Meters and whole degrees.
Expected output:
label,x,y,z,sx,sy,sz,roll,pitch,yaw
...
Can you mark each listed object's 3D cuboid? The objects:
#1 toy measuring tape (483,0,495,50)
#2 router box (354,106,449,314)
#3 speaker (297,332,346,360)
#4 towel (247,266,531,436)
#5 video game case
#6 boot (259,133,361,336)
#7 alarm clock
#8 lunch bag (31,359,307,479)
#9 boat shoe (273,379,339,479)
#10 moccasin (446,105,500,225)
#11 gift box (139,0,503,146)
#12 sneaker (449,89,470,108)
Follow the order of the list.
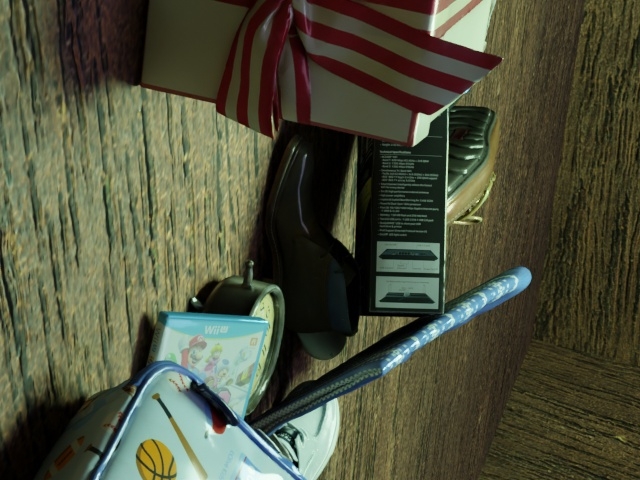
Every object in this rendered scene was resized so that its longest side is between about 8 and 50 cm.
label,x,y,z,sx,sy,sz,roll,pitch,yaw
toy measuring tape,0.263,-0.408,2.144,0.330,0.121,0.121,94,16,-61
router box,0.085,-0.037,1.619,0.309,0.081,0.243,120,-29,-87
speaker,-0.006,0.091,1.698,0.136,0.055,0.055,69,37,-64
towel,0.076,0.131,1.623,0.243,0.040,0.336,-33,176,38
video game case,-0.112,0.146,1.302,0.119,0.015,0.166,7,101,-44
boot,0.000,0.000,1.532,0.082,0.106,0.219,-50,150,-60
alarm clock,-0.080,0.110,1.420,0.192,0.064,0.129,75,31,-55
lunch bag,-0.113,0.250,1.093,0.243,0.115,0.303,47,41,-18
boat shoe,-0.039,0.247,1.666,0.081,0.079,0.228,89,24,-57
moccasin,0.179,-0.082,2.099,0.380,0.139,0.147,-64,154,-69
gift box,0.027,-0.225,1.128,0.258,0.276,0.255,-41,137,-63
sneaker,0.144,-0.239,1.817,0.079,0.121,0.217,75,32,-63
